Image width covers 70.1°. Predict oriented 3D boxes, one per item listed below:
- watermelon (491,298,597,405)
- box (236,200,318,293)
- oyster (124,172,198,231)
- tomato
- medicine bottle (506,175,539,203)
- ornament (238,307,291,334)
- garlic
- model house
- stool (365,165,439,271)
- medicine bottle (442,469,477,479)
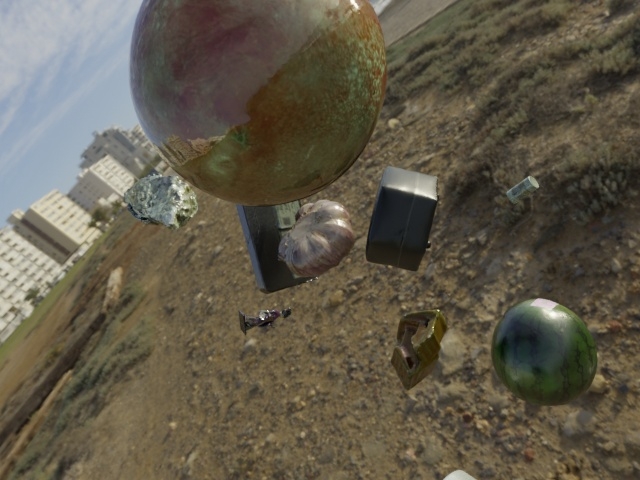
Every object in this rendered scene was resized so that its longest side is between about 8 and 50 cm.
[{"bbox_3d":[0.748,0.382,1.545,0.363,0.363,0.363,-39,22,19],"label":"watermelon"},{"bbox_3d":[-0.136,-0.021,1.447,0.211,0.350,0.058,-13,-5,-34],"label":"box"},{"bbox_3d":[-0.461,-0.118,1.350,0.267,0.112,0.198,23,43,26],"label":"oyster"},{"bbox_3d":[-0.065,-0.160,0.476,0.270,0.270,0.223,-33,28,32],"label":"tomato"},{"bbox_3d":[0.610,-0.153,1.379,0.083,0.047,0.047,-43,18,43],"label":"medicine bottle"},{"bbox_3d":[-0.204,0.299,1.720,0.088,0.203,0.081,-161,71,-64],"label":"ornament"},{"bbox_3d":[0.000,0.000,1.264,0.245,0.160,0.245,-31,40,31],"label":"garlic"},{"bbox_3d":[0.338,0.393,1.639,0.173,0.268,0.239,17,50,16],"label":"model house"},{"bbox_3d":[0.190,-0.049,1.064,0.232,0.141,0.232,13,-90,-82],"label":"stool"},{"bbox_3d":[0.411,0.720,1.065,0.306,0.245,0.245,24,71,46],"label":"medicine bottle"}]
